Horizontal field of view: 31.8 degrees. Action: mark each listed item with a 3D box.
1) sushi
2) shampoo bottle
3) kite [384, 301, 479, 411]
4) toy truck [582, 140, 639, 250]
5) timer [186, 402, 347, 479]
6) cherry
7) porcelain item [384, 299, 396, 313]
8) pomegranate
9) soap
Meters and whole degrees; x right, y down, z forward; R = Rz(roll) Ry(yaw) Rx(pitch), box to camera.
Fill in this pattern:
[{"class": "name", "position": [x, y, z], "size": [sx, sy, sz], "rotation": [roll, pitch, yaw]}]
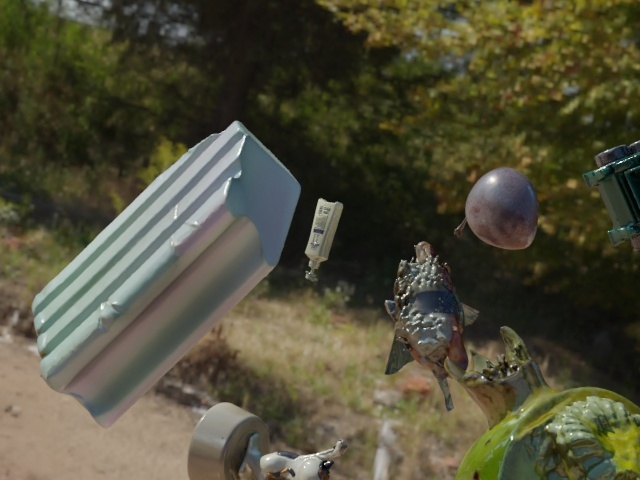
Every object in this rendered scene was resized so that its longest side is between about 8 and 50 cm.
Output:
[{"class": "sushi", "position": [0.154, 0.101, 1.662], "size": [0.097, 0.226, 0.103], "rotation": [-25, -38, 26]}, {"class": "shampoo bottle", "position": [0.000, 0.000, 1.903], "size": [0.049, 0.141, 0.034], "rotation": [14, -3, 38]}, {"class": "kite", "position": [0.199, 0.182, 1.955], "size": [0.229, 0.250, 0.012], "rotation": [-26, 18, -28]}, {"class": "toy truck", "position": [0.395, -0.073, 1.171], "size": [0.216, 0.110, 0.116], "rotation": [-20, -5, -18]}, {"class": "timer", "position": [-0.088, 0.408, 2.038], "size": [0.266, 0.175, 0.175], "rotation": [9, 2, 31]}, {"class": "cherry", "position": [0.286, -0.025, 1.834], "size": [0.115, 0.188, 0.148], "rotation": [-12, 52, -48]}, {"class": "porcelain item", "position": [0.158, 0.108, 2.013], "size": [0.083, 0.036, 0.028], "rotation": [-16, 24, -10]}, {"class": "pomegranate", "position": [0.252, 0.256, 1.210], "size": [0.260, 0.260, 0.340], "rotation": [5, 53, -58]}, {"class": "soap", "position": [-0.175, 0.027, 1.307], "size": [0.115, 0.347, 0.208], "rotation": [44, 4, -29]}]
